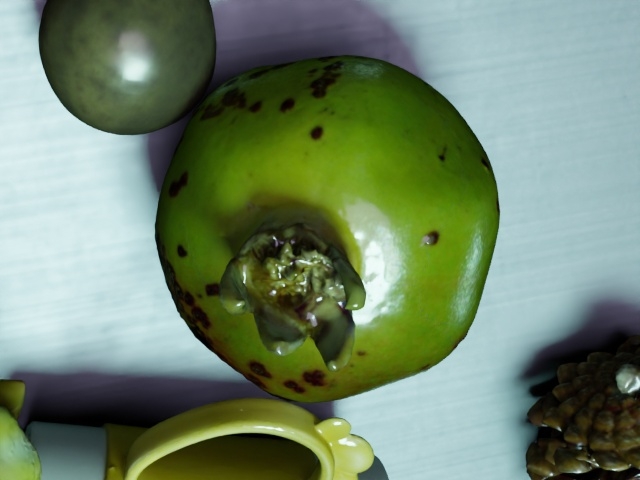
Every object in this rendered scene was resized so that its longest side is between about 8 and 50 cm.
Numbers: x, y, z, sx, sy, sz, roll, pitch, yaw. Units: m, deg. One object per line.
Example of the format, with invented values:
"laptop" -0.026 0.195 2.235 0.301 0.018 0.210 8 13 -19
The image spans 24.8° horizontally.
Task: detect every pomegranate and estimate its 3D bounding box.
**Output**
"pomegranate" 0.012 0.002 0.794 0.198 0.246 0.198 -7 110 -19

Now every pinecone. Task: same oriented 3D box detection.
"pinecone" 0.209 0.153 0.951 0.173 0.173 0.173 -5 108 -15

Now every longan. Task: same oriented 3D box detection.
"longan" -0.101 -0.113 0.813 0.119 0.106 0.106 -19 117 -52

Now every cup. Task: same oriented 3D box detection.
"cup" -0.071 0.177 0.853 0.226 0.185 0.241 12 125 -12

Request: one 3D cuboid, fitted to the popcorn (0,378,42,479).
"popcorn" -0.280 0.097 0.749 0.266 0.233 0.192 1 94 -17
